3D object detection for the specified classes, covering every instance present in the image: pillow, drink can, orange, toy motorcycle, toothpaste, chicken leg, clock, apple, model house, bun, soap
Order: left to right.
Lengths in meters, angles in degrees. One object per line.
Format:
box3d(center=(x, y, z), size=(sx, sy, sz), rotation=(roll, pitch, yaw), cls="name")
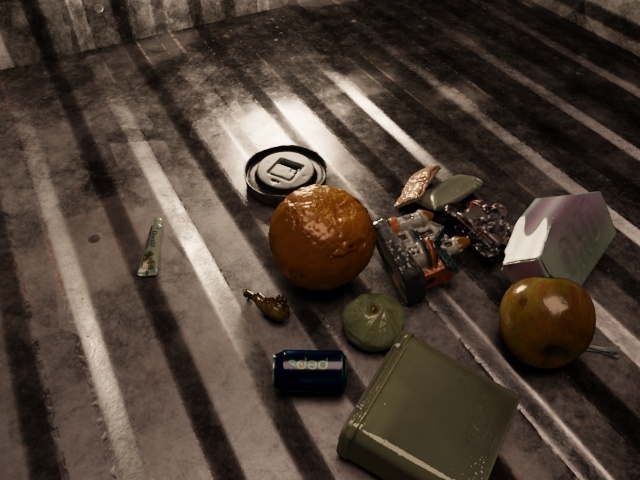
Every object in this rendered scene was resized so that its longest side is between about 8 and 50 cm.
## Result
box3d(center=(-0.575, 0.020, 1.903), size=(0.067, 0.037, 0.256), rotation=(-1, 50, -1), cls="toothpaste")
box3d(center=(-0.166, 0.191, 1.726), size=(0.178, 0.070, 0.093), rotation=(19, 42, 30), cls="chicken leg")
box3d(center=(-0.134, -0.254, 2.146), size=(0.324, 0.067, 0.325), rotation=(0, 46, 0), cls="clock")
box3d(center=(-0.030, 0.359, 1.522), size=(0.204, 0.118, 0.118), rotation=(1, 46, -1), cls="drink can")
box3d(center=(0.000, 0.000, 1.752), size=(0.340, 0.293, 0.341), rotation=(13, 45, -13), cls="orange")
box3d(center=(0.162, 0.230, 1.650), size=(0.195, 0.118, 0.196), rotation=(1, 43, -1), cls="bun")
box3d(center=(0.365, -0.208, 2.088), size=(0.126, 0.043, 0.233), rotation=(-20, 26, 47), cls="pillow")
box3d(center=(0.344, 0.020, 1.778), size=(0.300, 0.190, 0.272), rotation=(-19, 49, -8), cls="model house")
box3d(center=(0.472, -0.181, 2.074), size=(0.254, 0.078, 0.144), rotation=(-27, 33, -23), cls="pillow")
box3d(center=(0.596, -0.014, 1.879), size=(0.207, 0.134, 0.401), rotation=(-20, 48, -11), cls="toy motorcycle")
box3d(center=(0.637, 0.233, 1.561), size=(0.264, 0.264, 0.264), rotation=(0, 46, 0), cls="apple")
box3d(center=(0.753, 0.006, 1.753), size=(0.446, 0.261, 0.156), rotation=(-39, 18, -33), cls="soap")

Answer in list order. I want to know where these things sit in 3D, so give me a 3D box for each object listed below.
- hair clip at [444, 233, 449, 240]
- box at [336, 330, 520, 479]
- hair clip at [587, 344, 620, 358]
box3d(center=(0.373, 0.004, 1.922), size=(0.195, 0.052, 0.124), rotation=(8, 57, 15), cls="hair clip")
box3d(center=(0.273, 0.458, 1.393), size=(0.343, 0.178, 0.352), rotation=(25, 50, 20), cls="box")
box3d(center=(0.821, 0.315, 1.628), size=(0.114, 0.039, 0.030), rotation=(8, 41, 11), cls="hair clip")
